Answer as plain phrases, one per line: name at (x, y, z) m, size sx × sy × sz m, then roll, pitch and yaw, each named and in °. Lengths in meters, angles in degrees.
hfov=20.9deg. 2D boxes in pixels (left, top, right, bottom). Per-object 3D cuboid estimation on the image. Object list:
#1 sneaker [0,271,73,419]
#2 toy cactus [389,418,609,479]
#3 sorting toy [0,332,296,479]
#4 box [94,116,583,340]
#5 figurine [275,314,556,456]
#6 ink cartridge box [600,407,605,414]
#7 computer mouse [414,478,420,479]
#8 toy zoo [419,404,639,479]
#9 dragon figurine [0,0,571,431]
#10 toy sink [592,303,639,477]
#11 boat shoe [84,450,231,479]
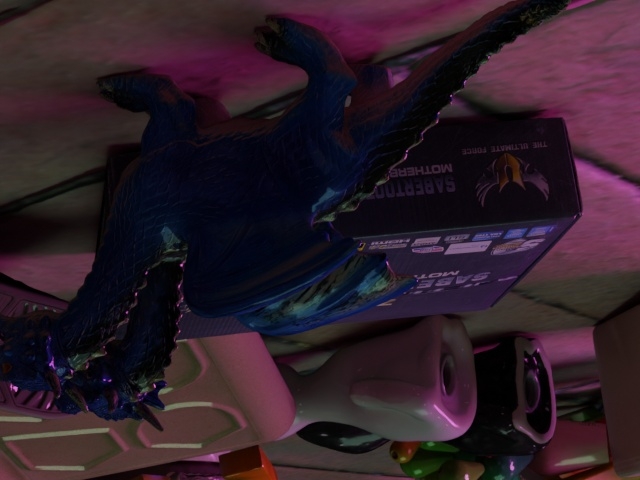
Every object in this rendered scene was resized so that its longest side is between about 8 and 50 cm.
sneaker at (-0.224, 0.034, 0.882) m, size 0.118 × 0.083 × 0.222 m, roll 11°, pitch 167°, yaw 47°
toy cactus at (0.158, 0.173, 1.505) m, size 0.180 × 0.112 × 0.219 m, roll -6°, pitch 173°, yaw 10°
sorting toy at (-0.135, 0.126, 1.206) m, size 0.229 × 0.041 × 0.307 m, roll -16°, pitch 150°, yaw 4°
box at (0.000, 0.000, 0.913) m, size 0.232 × 0.059 × 0.183 m, roll -5°, pitch 165°, yaw -11°
figurine at (0.043, 0.127, 1.343) m, size 0.209 × 0.092 × 0.215 m, roll -13°, pitch 163°, yaw 31°
ink cartridge box at (0.334, 0.233, 1.713) m, size 0.092 × 0.160 × 0.219 m, roll -8°, pitch 163°, yaw -3°
computer mouse at (0.176, 0.246, 1.900) m, size 0.193 × 0.042 × 0.106 m, roll -1°, pitch 168°, yaw -43°
toy zoo at (0.195, 0.217, 1.584) m, size 0.192 × 0.030 × 0.293 m, roll -19°, pitch -175°, yaw -2°
dragon figurine at (-0.014, -0.008, 0.723) m, size 0.289 × 0.144 × 0.085 m, roll -14°, pitch 164°, yaw 19°
toy sink at (0.315, 0.091, 1.265) m, size 0.152 × 0.131 × 0.234 m, roll -5°, pitch 169°, yaw -11°
boat shoe at (-0.221, 0.241, 1.546) m, size 0.324 × 0.097 × 0.116 m, roll -11°, pitch 166°, yaw 25°
